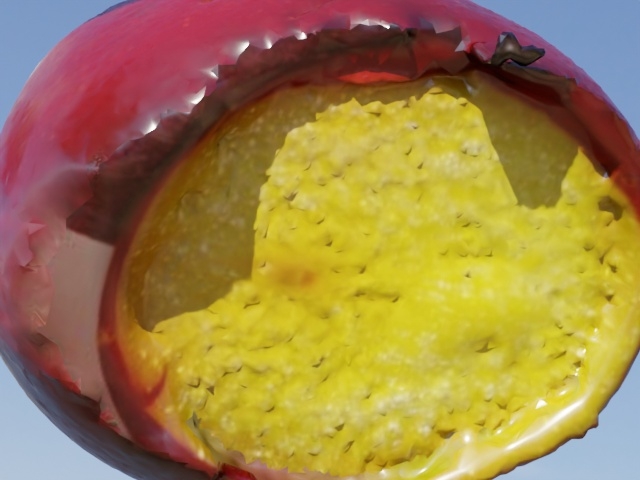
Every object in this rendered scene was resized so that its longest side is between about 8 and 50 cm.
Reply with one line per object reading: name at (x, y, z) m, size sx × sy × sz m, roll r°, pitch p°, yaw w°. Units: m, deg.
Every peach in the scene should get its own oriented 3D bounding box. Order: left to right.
peach at (0.000, 0.000, 0.529) m, size 0.226 × 0.190 × 0.196 m, roll 8°, pitch -24°, yaw 29°
